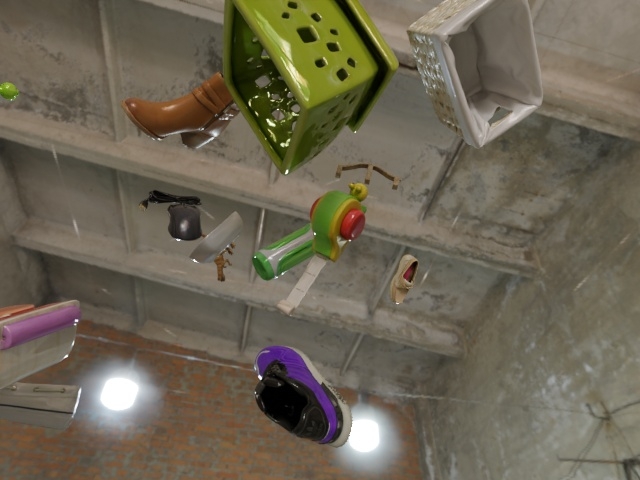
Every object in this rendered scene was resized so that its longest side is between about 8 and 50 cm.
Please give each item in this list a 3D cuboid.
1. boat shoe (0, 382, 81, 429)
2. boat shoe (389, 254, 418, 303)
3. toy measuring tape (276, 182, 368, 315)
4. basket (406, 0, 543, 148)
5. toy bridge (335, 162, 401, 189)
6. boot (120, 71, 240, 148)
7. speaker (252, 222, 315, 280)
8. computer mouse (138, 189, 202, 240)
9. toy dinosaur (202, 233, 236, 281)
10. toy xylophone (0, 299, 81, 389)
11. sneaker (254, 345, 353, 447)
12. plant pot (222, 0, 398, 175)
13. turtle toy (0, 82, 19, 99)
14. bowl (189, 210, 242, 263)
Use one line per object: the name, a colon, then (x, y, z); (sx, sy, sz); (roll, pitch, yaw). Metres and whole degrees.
boat shoe: (-0.501, 0.237, 0.633); (0.226, 0.075, 0.083); (26, -29, -30)
boat shoe: (0.277, 0.132, 1.328); (0.063, 0.059, 0.169); (11, -83, -26)
toy measuring tape: (0.000, 0.000, 0.854); (0.121, 0.330, 0.121); (33, -15, 10)
basket: (0.198, -0.227, 0.528); (0.113, 0.103, 0.167); (-35, -54, 2)
toy bridge: (0.141, -0.193, 1.172); (0.188, 0.063, 0.026); (12, -30, 5)
boot: (-0.328, -0.341, 1.027); (0.220, 0.109, 0.283); (-32, -22, 21)
speaker: (-0.110, 0.038, 1.555); (0.297, 0.131, 0.131); (-30, -41, -28)
computer mouse: (-0.447, -0.092, 1.213); (0.184, 0.262, 0.060); (5, -59, -20)
toy dinosaur: (-0.349, 0.034, 1.362); (0.064, 0.112, 0.211); (-19, -83, 50)
toy xylophone: (-0.434, 0.118, 0.413); (0.323, 0.236, 0.081); (-2, -86, 0)
sneaker: (-0.074, 0.282, 0.793); (0.146, 0.293, 0.102); (24, -91, -39)
plant pot: (-0.018, -0.281, 0.681); (0.207, 0.227, 0.228); (-29, -6, -19)
turtle toy: (-0.871, -0.401, 1.063); (0.130, 0.066, 0.095); (12, -71, -9)
bowl: (-0.261, 0.000, 1.048); (0.053, 0.142, 0.142); (45, -39, -7)
